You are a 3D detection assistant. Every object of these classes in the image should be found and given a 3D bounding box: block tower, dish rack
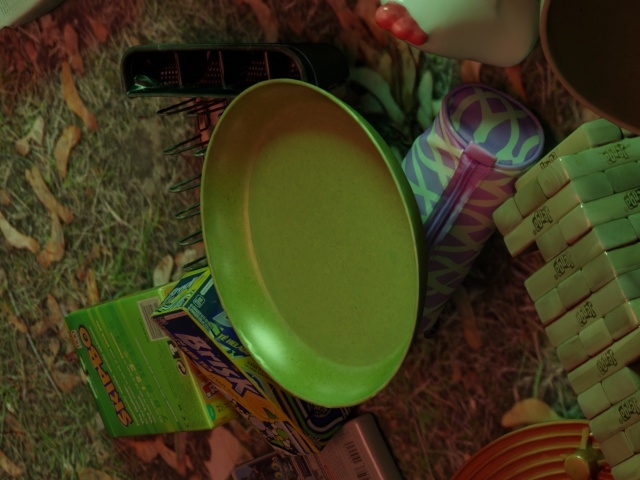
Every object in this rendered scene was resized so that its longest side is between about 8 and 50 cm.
[{"bbox_3d":[0.226,0.089,1.184,0.097,0.091,0.335,-45,66,55],"label":"block tower"},{"bbox_3d":[-0.045,-0.029,1.458,0.208,0.074,0.271,6,111,45],"label":"dish rack"}]

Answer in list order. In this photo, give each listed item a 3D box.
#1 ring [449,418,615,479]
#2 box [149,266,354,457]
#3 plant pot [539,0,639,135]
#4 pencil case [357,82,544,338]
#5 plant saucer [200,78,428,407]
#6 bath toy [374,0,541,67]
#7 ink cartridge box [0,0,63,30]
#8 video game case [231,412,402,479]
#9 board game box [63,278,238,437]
[{"bbox_3d":[0.211,0.290,1.333,0.337,0.032,0.336,13,114,33],"label":"ring"},{"bbox_3d":[-0.055,0.098,1.484,0.169,0.054,0.059,48,149,-17],"label":"box"},{"bbox_3d":[0.258,-0.192,0.975,0.284,0.284,0.191,-30,49,47],"label":"plant pot"},{"bbox_3d":[0.083,-0.018,1.320,0.086,0.088,0.206,34,131,8],"label":"pencil case"},{"bbox_3d":[0.000,0.000,1.330,0.241,0.037,0.241,21,118,47],"label":"plant saucer"},{"bbox_3d":[0.127,-0.245,1.152,0.151,0.129,0.348,51,136,20],"label":"bath toy"},{"bbox_3d":[-0.269,-0.307,1.587,0.224,0.045,0.223,-24,89,49],"label":"ink cartridge box"},{"bbox_3d":[0.024,0.259,1.549,0.183,0.023,0.201,-28,87,47],"label":"video game case"},{"bbox_3d":[-0.155,0.108,1.618,0.259,0.039,0.124,-16,95,61],"label":"board game box"}]
